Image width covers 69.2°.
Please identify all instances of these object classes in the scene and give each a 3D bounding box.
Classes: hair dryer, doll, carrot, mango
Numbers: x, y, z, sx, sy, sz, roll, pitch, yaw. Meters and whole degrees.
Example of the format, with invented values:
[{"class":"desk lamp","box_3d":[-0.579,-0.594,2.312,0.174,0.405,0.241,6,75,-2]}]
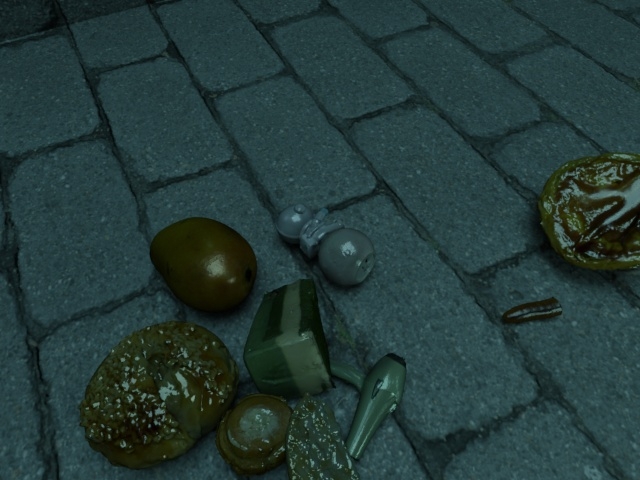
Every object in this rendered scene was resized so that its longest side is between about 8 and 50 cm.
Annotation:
[{"class":"hair dryer","box_3d":[0.062,0.340,0.978,0.224,0.088,0.219,1,58,17]},{"class":"doll","box_3d":[0.000,0.000,1.172,0.287,0.151,0.151,32,61,26]},{"class":"carrot","box_3d":[0.498,0.168,1.103,0.139,0.048,0.048,-9,55,-4]},{"class":"mango","box_3d":[-0.288,0.048,1.124,0.317,0.173,0.211,28,65,32]}]

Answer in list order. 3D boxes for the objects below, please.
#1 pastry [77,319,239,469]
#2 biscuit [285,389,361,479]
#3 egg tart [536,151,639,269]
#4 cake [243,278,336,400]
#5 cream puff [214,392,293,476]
[{"class":"pastry","box_3d":[-0.331,0.290,0.930,0.315,0.184,0.284,-29,53,-17]},{"class":"biscuit","box_3d":[0.006,0.430,0.858,0.141,0.038,0.290,-15,73,-40]},{"class":"egg tart","box_3d":[0.726,-0.070,1.173,0.339,0.153,0.352,13,67,27]},{"class":"cake","box_3d":[-0.077,0.177,1.007,0.157,0.172,0.284,-15,52,7]},{"class":"cream puff","box_3d":[-0.122,0.384,0.909,0.165,0.115,0.150,12,41,-4]}]
